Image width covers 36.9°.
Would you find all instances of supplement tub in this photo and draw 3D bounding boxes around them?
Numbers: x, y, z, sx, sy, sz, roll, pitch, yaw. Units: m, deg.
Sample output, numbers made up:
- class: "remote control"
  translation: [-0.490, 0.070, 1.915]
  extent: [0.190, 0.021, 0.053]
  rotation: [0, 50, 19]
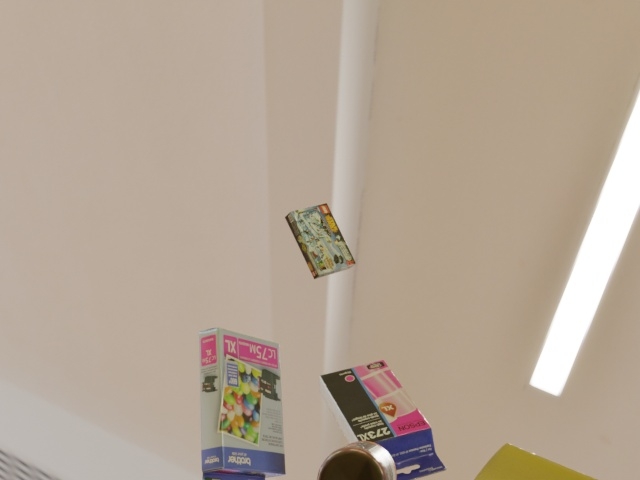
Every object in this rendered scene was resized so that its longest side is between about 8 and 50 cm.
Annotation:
- class: "supplement tub"
  translation: [0.060, 0.361, 1.460]
  extent: [0.106, 0.106, 0.198]
  rotation: [24, -3, 12]

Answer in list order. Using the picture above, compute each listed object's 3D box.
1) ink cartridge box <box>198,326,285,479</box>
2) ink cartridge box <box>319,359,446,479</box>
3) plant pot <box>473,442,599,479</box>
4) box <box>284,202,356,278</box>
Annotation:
- class: "ink cartridge box"
  translation: [-0.145, 0.332, 1.798]
  extent: [0.065, 0.311, 0.185]
  rotation: [-15, -24, 33]
- class: "ink cartridge box"
  translation: [0.139, 0.423, 2.252]
  extent: [0.371, 0.175, 0.069]
  rotation: [-125, -152, -54]
- class: "plant pot"
  translation: [0.345, 0.510, 1.653]
  extent: [0.212, 0.187, 0.212]
  rotation: [15, -65, 45]
- class: "box"
  translation: [0.000, 0.000, 1.844]
  extent: [0.027, 0.094, 0.137]
  rotation: [-41, -111, 49]
